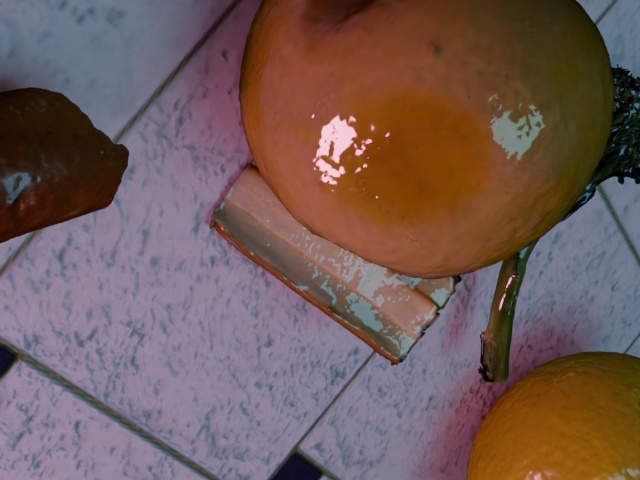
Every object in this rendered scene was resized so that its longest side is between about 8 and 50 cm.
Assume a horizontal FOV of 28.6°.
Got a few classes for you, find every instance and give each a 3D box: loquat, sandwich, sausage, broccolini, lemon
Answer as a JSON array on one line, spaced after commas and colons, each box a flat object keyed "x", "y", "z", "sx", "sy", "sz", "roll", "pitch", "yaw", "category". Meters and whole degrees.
[{"x": 0.057, "y": -0.083, "z": 0.701, "sx": 0.213, "sy": 0.213, "sz": 0.213, "roll": -25, "pitch": 132, "yaw": -31, "category": "loquat"}, {"x": 0.000, "y": 0.000, "z": 0.851, "sx": 0.163, "sy": 0.113, "sz": 0.079, "roll": 36, "pitch": 90, "yaw": -16, "category": "sandwich"}, {"x": -0.230, "y": 0.014, "z": 0.588, "sx": 0.302, "sy": 0.076, "sz": 0.102, "roll": -35, "pitch": 136, "yaw": -22, "category": "sausage"}, {"x": 0.197, "y": -0.009, "z": 1.002, "sx": 0.123, "sy": 0.062, "sz": 0.271, "roll": 18, "pitch": 98, "yaw": -34, "category": "broccolini"}, {"x": 0.224, "y": 0.191, "z": 1.073, "sx": 0.244, "sy": 0.187, "sz": 0.186, "roll": -38, "pitch": 137, "yaw": -22, "category": "lemon"}]
